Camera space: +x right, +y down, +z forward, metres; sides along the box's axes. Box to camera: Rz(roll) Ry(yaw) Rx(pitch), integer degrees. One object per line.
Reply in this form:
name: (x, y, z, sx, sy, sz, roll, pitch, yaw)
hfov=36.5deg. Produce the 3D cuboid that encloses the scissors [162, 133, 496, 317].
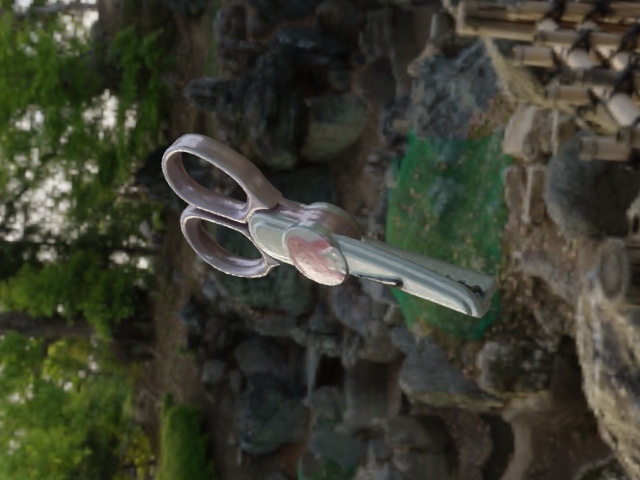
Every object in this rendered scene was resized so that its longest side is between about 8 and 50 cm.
scissors: (0.000, 0.000, 0.634, 0.030, 0.242, 0.118, -50, -35, -34)
